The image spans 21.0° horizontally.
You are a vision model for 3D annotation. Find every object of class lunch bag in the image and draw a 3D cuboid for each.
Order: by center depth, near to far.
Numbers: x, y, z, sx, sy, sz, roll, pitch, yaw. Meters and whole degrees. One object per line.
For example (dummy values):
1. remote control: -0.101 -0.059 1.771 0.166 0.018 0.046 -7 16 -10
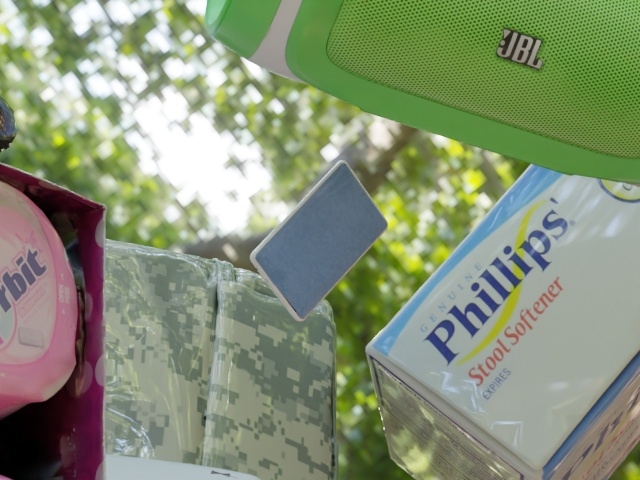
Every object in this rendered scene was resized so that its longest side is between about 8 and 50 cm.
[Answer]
1. lunch bag: -0.141 0.152 1.185 0.212 0.256 0.305 -46 32 48

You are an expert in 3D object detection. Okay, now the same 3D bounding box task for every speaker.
1. speaker: 0.095 -0.117 0.923 0.131 0.296 0.131 -164 90 -77

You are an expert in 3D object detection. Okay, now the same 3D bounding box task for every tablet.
1. tablet: 0.000 0.000 0.989 0.083 0.054 0.006 -47 29 -21

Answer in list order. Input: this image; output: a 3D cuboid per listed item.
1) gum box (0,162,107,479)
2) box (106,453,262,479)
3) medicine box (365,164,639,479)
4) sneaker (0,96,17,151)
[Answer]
1. gum box: -0.110 0.084 0.411 0.107 0.188 0.062 -15 -22 33
2. box: -0.127 0.186 0.920 0.181 0.182 0.119 -87 5 -87
3. medicine box: 0.179 0.068 1.247 0.263 0.149 0.289 -48 -18 -13
4. sneaker: -0.241 -0.124 0.892 0.083 0.221 0.087 -21 34 49
